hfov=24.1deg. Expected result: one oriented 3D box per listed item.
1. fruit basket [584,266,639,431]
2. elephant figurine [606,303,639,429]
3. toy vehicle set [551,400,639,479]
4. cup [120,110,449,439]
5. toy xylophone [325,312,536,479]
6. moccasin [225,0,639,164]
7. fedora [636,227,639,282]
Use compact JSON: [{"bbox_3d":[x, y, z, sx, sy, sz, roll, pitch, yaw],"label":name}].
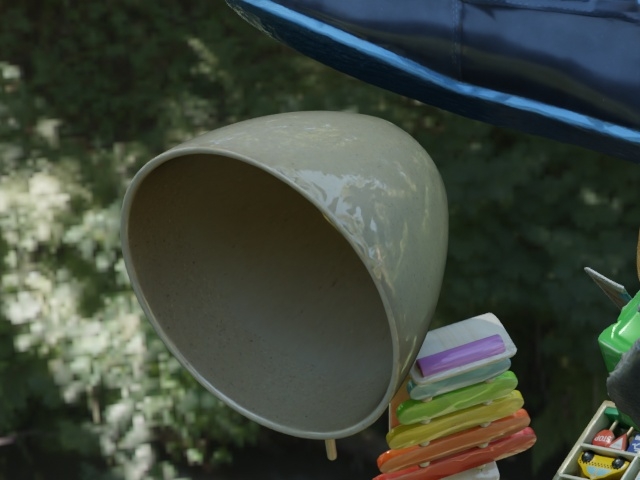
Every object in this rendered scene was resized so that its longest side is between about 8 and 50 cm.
[{"bbox_3d":[0.395,0.187,1.285,0.165,0.353,0.327,-41,35,-9],"label":"fruit basket"},{"bbox_3d":[0.251,0.111,0.865,0.186,0.239,0.169,24,38,11],"label":"elephant figurine"},{"bbox_3d":[0.379,0.264,1.638,0.267,0.035,0.166,3,48,51],"label":"toy vehicle set"},{"bbox_3d":[0.000,0.000,1.518,0.331,0.331,0.237,10,36,36],"label":"cup"},{"bbox_3d":[0.116,0.197,1.676,0.236,0.323,0.081,-21,56,-2],"label":"toy xylophone"},{"bbox_3d":[0.109,-0.141,0.971,0.342,0.117,0.138,19,-2,11],"label":"moccasin"},{"bbox_3d":[0.317,-0.025,1.131,0.079,0.194,0.194,27,12,-12],"label":"fedora"}]
